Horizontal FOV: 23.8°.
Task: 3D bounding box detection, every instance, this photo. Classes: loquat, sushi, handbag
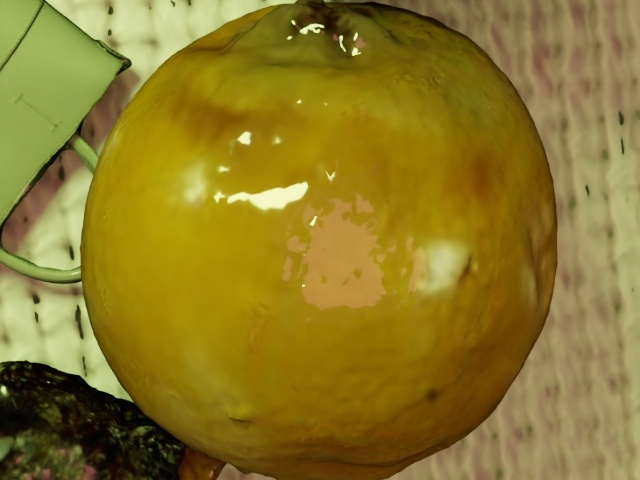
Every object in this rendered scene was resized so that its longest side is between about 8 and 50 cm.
[{"bbox_3d":[0.000,0.000,1.010,0.329,0.328,0.328,-1,95,-10],"label":"loquat"},{"bbox_3d":[-0.216,0.257,1.040,0.208,0.234,0.348,28,94,-12],"label":"sushi"},{"bbox_3d":[-0.274,-0.086,1.087,0.315,0.109,0.241,38,89,-24],"label":"handbag"}]
